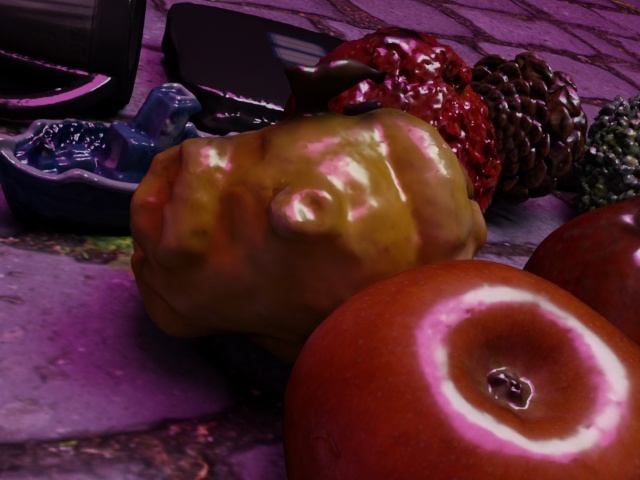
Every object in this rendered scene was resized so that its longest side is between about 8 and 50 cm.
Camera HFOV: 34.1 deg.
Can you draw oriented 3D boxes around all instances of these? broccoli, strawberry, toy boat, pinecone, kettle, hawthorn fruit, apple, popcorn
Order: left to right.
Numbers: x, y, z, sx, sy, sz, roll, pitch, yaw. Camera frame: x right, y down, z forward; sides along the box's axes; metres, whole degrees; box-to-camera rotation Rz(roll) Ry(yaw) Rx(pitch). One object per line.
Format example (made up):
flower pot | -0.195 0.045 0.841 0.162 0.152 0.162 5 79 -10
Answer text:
kettle | -0.358 -0.259 1.259 0.271 0.250 0.207 9 -2 -6
toy boat | -0.185 -0.088 1.043 0.309 0.142 0.129 -5 36 -41
popcorn | 0.000 0.000 0.876 0.297 0.280 0.316 -2 -4 35
strawberry | 0.090 -0.123 1.173 0.274 0.220 0.274 24 23 -11
apple | 0.108 0.137 0.696 0.252 0.206 0.272 -26 60 -40
pinecone | 0.247 -0.140 1.336 0.208 0.207 0.207 15 26 -7
hawthorn fruit | 0.280 0.054 0.937 0.208 0.248 0.208 10 31 -6
broccoli | 0.464 -0.082 1.342 0.246 0.247 0.288 13 31 -22

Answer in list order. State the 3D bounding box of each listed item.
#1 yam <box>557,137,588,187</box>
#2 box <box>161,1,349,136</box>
yam | 0.368 -0.116 1.525 0.372 0.083 0.083 6 28 -26
box | -0.039 -0.214 1.448 0.359 0.091 0.350 8 28 -20
